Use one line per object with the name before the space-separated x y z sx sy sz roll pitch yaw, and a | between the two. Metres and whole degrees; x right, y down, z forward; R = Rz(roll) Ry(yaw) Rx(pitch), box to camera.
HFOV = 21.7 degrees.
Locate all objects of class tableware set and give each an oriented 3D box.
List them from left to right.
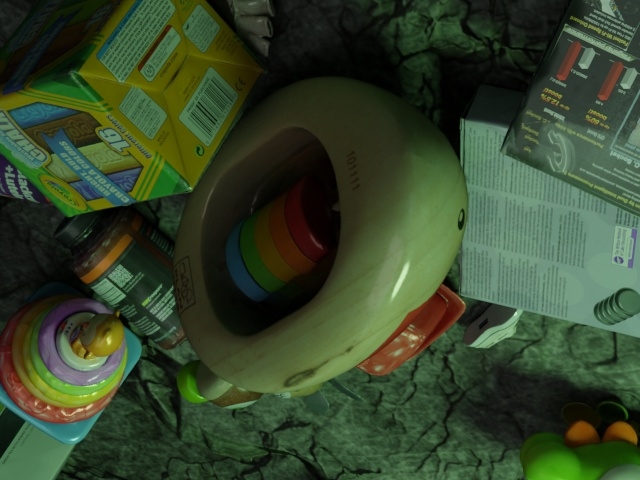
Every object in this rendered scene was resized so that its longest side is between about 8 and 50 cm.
tableware set | 0.311 0.233 1.959 0.154 0.024 0.104 -22 118 41

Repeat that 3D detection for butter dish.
butter dish | 0.056 0.094 1.889 0.160 0.118 0.160 35 137 -8

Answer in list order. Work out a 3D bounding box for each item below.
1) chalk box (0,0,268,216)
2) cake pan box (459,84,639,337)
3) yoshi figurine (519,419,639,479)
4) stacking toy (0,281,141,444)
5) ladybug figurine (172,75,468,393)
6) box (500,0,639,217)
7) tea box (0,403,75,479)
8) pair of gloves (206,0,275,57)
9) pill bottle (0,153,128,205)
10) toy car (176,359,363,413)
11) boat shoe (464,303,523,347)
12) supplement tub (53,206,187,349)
chalk box | -0.236 -0.152 1.733 0.289 0.180 0.179 -8 133 47
cake pan box | 0.264 -0.026 1.699 0.245 0.070 0.267 11 135 16
yoshi figurine | 0.374 0.351 1.902 0.362 0.203 0.203 25 153 0
stacking toy | -0.291 0.130 2.003 0.165 0.175 0.302 37 160 -9
ladybug figurine | 0.000 0.000 1.744 0.161 0.305 0.449 1 161 -37
box | 0.350 -0.126 1.496 0.307 0.076 0.242 25 120 4
tea box | -0.573 0.355 2.328 0.323 0.329 0.220 33 138 -3
pair of gloves | -0.141 -0.297 1.671 0.204 0.042 0.240 14 135 17
pill bottle | -0.301 -0.094 1.906 0.193 0.108 0.108 10 135 20
toy car | -0.047 0.161 2.007 0.188 0.149 0.155 34 152 -23
boat shoe | 0.203 0.094 1.878 0.035 0.035 0.100 16 140 -27
supplement tub | -0.222 0.032 1.990 0.198 0.106 0.106 43 136 -14
